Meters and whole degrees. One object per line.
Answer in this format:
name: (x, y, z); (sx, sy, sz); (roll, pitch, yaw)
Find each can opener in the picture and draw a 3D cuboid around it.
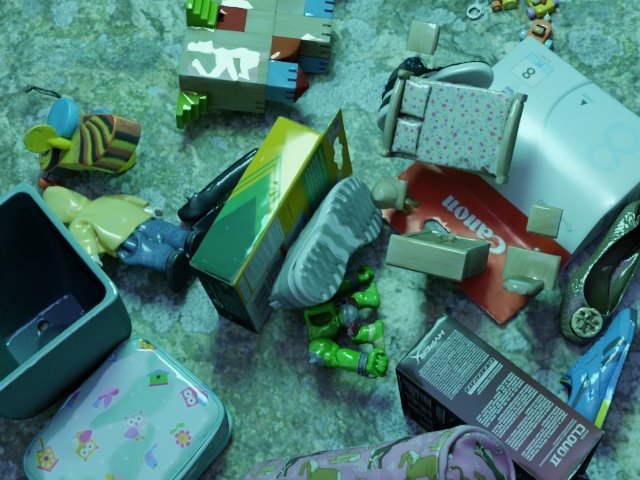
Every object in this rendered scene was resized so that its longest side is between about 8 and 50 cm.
can opener: (-0.160, -0.090, 1.765); (0.186, 0.073, 0.059); (-47, 30, -17)

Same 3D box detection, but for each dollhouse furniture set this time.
dollhouse furniture set: (0.221, -0.126, 1.551); (0.303, 0.174, 0.356); (14, 99, 21)

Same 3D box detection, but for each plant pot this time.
plant pot: (-0.428, 0.120, 1.587); (0.247, 0.252, 0.248); (-39, 67, -11)

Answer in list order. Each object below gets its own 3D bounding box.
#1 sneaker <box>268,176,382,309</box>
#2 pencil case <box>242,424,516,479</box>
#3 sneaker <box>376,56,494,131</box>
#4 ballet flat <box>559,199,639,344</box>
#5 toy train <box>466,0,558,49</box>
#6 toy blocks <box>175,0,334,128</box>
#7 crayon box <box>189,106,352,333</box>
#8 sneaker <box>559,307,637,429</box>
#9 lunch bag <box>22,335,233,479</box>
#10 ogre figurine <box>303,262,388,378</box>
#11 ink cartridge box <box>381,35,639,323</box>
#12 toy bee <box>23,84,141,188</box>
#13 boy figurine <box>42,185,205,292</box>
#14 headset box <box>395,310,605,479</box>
sneaker: (0.000, 0.000, 1.635); (0.105, 0.115, 0.281); (52, 43, -13)
pencil case: (0.066, 0.340, 1.384); (0.386, 0.167, 0.160); (-20, 81, 41)
sneaker: (0.182, -0.266, 1.732); (0.217, 0.079, 0.121); (-23, 43, 34)
ballet flat: (0.438, 0.045, 1.597); (0.084, 0.058, 0.250); (37, 79, -14)
toy train: (0.341, -0.398, 1.839); (0.166, 0.046, 0.125); (32, 73, 19)
toy blocks: (-0.092, -0.364, 1.825); (0.260, 0.191, 0.381); (7, 66, -2)
crayon box: (-0.068, -0.042, 1.642); (0.083, 0.203, 0.323); (24, 70, 17)
sneaker: (0.401, 0.182, 1.556); (0.082, 0.069, 0.209); (20, 70, 19)
lunch bag: (-0.277, 0.304, 1.564); (0.224, 0.108, 0.279); (37, 77, 15)
ogre figurine: (0.034, 0.121, 1.615); (0.118, 0.097, 0.197); (-4, 70, -2)
ink cartridge box: (0.311, -0.105, 1.686); (0.385, 0.091, 0.308); (-41, 67, -13)
toy bee: (-0.403, -0.150, 1.779); (0.195, 0.298, 0.162); (14, 96, -23)
boy figurine: (-0.334, -0.008, 1.713); (0.285, 0.092, 0.177); (18, 43, 16)
headset box: (0.250, 0.256, 1.458); (0.293, 0.218, 0.110); (37, 75, 22)
